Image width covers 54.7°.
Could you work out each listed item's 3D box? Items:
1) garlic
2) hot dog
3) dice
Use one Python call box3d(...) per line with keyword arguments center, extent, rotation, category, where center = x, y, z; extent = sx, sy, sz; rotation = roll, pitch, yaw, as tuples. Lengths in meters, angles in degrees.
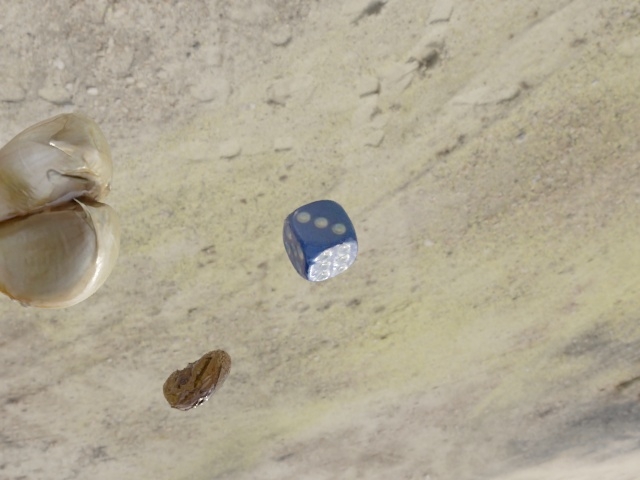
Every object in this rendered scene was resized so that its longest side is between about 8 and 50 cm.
box3d(center=(-0.439, -0.052, 0.988), extent=(0.313, 0.286, 0.249), rotation=(-23, 151, 16), category="garlic")
box3d(center=(-0.300, 0.345, 1.542), extent=(0.160, 0.099, 0.227), rotation=(-29, 177, 4), category="hot dog")
box3d(center=(0.000, 0.000, 1.458), extent=(0.146, 0.146, 0.143), rotation=(-21, 148, -18), category="dice")
